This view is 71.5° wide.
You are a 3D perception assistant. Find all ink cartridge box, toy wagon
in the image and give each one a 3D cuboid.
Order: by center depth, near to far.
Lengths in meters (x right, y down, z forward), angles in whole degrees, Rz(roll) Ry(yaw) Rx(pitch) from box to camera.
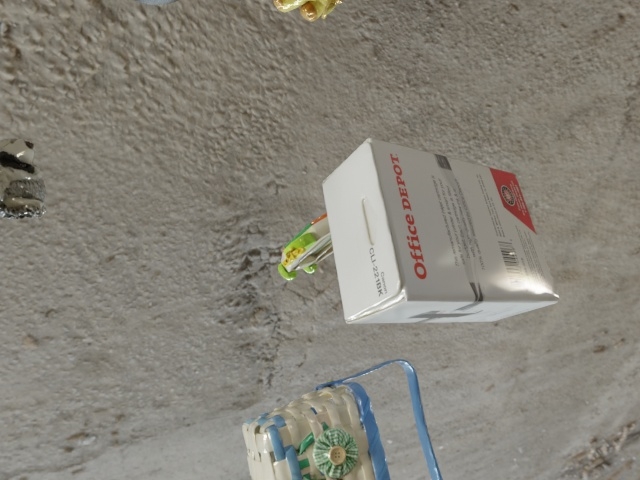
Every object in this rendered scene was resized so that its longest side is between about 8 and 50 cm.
[{"bbox_3d":[0.153,0.000,0.576,0.273,0.196,0.114,6,153,-32],"label":"ink cartridge box"},{"bbox_3d":[0.000,0.000,1.157,0.267,0.068,0.344,-42,166,25],"label":"toy wagon"}]

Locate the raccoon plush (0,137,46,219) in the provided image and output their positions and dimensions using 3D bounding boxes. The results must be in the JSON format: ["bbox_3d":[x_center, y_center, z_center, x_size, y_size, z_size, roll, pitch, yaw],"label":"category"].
[{"bbox_3d":[-0.757,-0.063,0.841,0.447,0.216,0.299,-39,118,0],"label":"raccoon plush"}]

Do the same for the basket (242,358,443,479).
[{"bbox_3d":[0.048,0.329,0.651,0.289,0.254,0.201,-6,164,-32],"label":"basket"}]

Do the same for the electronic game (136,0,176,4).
[{"bbox_3d":[-0.277,-0.519,0.757,0.229,0.048,0.229,-33,157,-16],"label":"electronic game"}]

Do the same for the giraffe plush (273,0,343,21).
[{"bbox_3d":[0.002,-0.591,1.021,0.211,0.170,0.181,-6,126,-12],"label":"giraffe plush"}]
